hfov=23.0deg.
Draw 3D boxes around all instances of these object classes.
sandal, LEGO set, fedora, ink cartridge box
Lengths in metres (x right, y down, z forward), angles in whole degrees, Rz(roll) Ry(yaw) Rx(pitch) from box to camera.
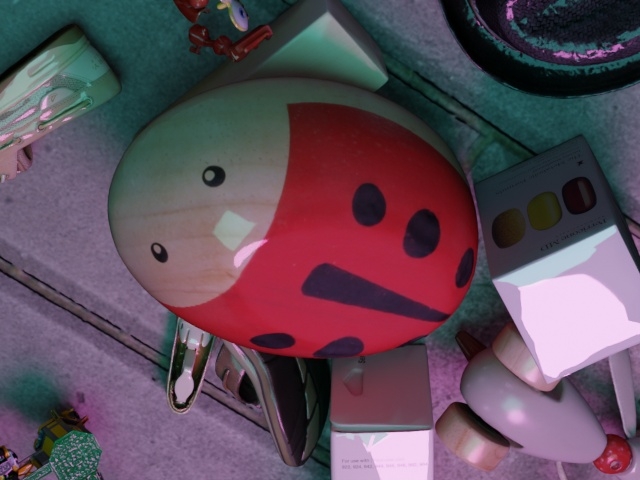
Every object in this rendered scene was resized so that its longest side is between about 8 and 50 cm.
[{"bbox_3d":[-0.077,0.118,1.767,0.086,0.120,0.303,-12,115,37],"label":"sandal"},{"bbox_3d":[-0.330,0.352,1.858,0.255,0.192,0.331,-40,114,-14],"label":"LEGO set"},{"bbox_3d":[0.279,-0.270,1.550,0.334,0.152,0.334,0,115,1],"label":"fedora"},{"bbox_3d":[0.069,0.279,1.773,0.114,0.198,0.273,-1,114,1],"label":"ink cartridge box"}]

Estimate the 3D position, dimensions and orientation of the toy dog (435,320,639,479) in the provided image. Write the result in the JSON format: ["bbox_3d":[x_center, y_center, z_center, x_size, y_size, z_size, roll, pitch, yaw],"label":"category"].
[{"bbox_3d":[0.259,0.191,1.772,0.220,0.161,0.334,-36,126,6],"label":"toy dog"}]

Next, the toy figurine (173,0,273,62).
[{"bbox_3d":[-0.108,-0.381,1.545,0.217,0.191,0.363,-37,103,-16],"label":"toy figurine"}]

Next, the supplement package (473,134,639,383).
[{"bbox_3d":[0.254,0.014,1.627,0.139,0.244,0.134,-26,111,11],"label":"supplement package"}]

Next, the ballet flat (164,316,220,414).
[{"bbox_3d":[-0.142,0.123,1.787,0.057,0.052,0.168,10,114,-2],"label":"ballet flat"}]

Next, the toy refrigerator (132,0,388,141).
[{"bbox_3d":[-0.067,-0.140,1.649,0.269,0.094,0.102,-37,116,16],"label":"toy refrigerator"}]

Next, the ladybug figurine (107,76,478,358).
[{"bbox_3d":[0.000,0.000,1.590,0.449,0.162,0.305,14,119,-38],"label":"ladybug figurine"}]

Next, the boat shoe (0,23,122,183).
[{"bbox_3d":[-0.347,-0.105,1.662,0.302,0.109,0.098,-36,108,10],"label":"boat shoe"}]
